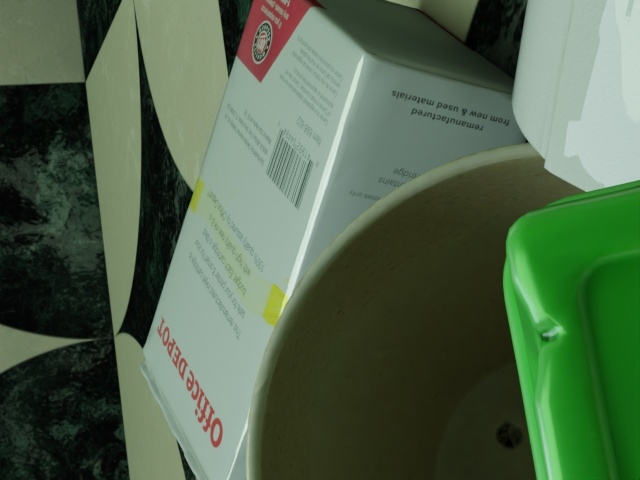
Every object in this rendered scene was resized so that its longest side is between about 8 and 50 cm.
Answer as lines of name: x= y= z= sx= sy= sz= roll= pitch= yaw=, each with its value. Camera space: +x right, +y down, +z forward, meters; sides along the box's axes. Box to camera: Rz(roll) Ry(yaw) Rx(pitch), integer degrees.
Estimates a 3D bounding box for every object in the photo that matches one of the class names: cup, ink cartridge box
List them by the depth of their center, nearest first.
cup: x=0.141 y=0.131 z=0.926 sx=0.237 sy=0.331 sz=0.331 roll=53 pitch=-152 yaw=-75
ink cartridge box: x=0.000 y=0.000 z=1.348 sx=0.385 sy=0.160 sz=0.279 roll=-70 pitch=25 yaw=17

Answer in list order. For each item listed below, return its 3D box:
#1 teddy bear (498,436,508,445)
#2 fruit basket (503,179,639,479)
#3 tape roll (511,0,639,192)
teddy bear: x=0.078 y=0.215 z=1.384 sx=0.338 sy=0.113 sz=0.245 roll=164 pitch=103 yaw=-71
fruit basket: x=0.261 y=0.089 z=0.546 sx=0.392 sy=0.392 sz=0.283 roll=137 pitch=127 yaw=-67
tape roll: x=0.213 y=-0.118 z=0.680 sx=0.246 sy=0.246 sz=0.169 roll=-122 pitch=34 yaw=-56
